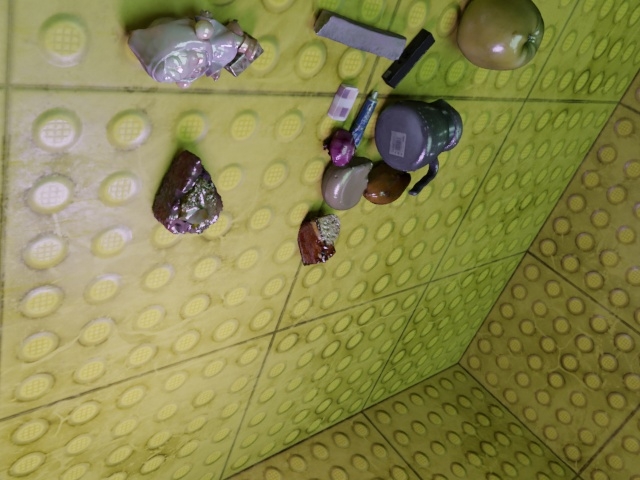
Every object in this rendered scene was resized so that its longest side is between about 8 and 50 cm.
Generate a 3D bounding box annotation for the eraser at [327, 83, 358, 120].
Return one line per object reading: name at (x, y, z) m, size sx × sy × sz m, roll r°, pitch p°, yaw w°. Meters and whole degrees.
eraser at (0.067, -0.406, 1.728) m, size 0.065 × 0.026 × 0.105 m, roll -3°, pitch 128°, yaw -44°

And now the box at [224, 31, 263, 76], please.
box at (-0.187, -0.436, 1.374) m, size 0.098 × 0.062 × 0.045 m, roll -43°, pitch 146°, yaw -3°

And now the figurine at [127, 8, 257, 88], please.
figurine at (-0.267, -0.413, 1.249) m, size 0.276 × 0.133 × 0.200 m, roll -25°, pitch 171°, yaw -36°

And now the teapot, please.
teapot at (0.355, -0.324, 1.931) m, size 0.285 × 0.305 × 0.223 m, roll -24°, pitch -175°, yaw -42°

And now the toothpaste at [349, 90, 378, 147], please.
toothpaste at (0.133, -0.376, 1.831) m, size 0.057 × 0.035 × 0.197 m, roll 6°, pitch 123°, yaw -33°

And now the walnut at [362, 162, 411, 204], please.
walnut at (0.230, -0.200, 2.033) m, size 0.245 × 0.137 × 0.137 m, roll -36°, pitch 148°, yaw -39°

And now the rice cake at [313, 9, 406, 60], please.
rice cake at (0.111, -0.553, 1.592) m, size 0.365 × 0.056 × 0.072 m, roll -5°, pitch 135°, yaw -46°

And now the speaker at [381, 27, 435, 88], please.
speaker at (0.267, -0.553, 1.785) m, size 0.191 × 0.040 × 0.046 m, roll -49°, pitch 145°, yaw 4°

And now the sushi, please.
sushi at (-0.324, -0.118, 1.528) m, size 0.161 × 0.107 × 0.241 m, roll -2°, pitch 127°, yaw -52°

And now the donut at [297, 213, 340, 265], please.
donut at (-0.004, -0.010, 2.006) m, size 0.126 × 0.144 × 0.186 m, roll -25°, pitch 111°, yaw -40°

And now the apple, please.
apple at (0.568, -0.659, 1.842) m, size 0.262 × 0.262 × 0.262 m, roll -30°, pitch 144°, yaw -25°

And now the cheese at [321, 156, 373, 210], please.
cheese at (0.080, -0.182, 1.928) m, size 0.175 × 0.091 × 0.202 m, roll -22°, pitch 142°, yaw -33°

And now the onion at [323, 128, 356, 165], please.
onion at (0.059, -0.285, 1.798) m, size 0.104 × 0.115 × 0.115 m, roll 4°, pitch 139°, yaw 6°
